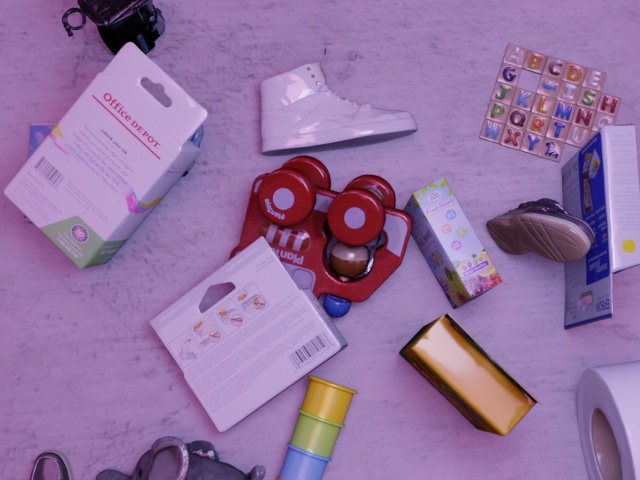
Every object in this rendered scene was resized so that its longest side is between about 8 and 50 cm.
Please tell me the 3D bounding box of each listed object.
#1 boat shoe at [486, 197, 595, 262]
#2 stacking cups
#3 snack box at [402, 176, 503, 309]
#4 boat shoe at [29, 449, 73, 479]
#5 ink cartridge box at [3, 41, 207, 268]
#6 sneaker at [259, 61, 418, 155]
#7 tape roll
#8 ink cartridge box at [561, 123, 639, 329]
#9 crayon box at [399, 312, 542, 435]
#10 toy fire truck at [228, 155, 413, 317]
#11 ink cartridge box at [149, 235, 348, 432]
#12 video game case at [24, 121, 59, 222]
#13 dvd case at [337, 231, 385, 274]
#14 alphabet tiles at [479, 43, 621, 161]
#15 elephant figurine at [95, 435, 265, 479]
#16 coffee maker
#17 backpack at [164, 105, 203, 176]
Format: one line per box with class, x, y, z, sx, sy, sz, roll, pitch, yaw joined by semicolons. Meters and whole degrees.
boat shoe;0.386;-0.027;1.610;0.092;0.285;0.103;-41;100;-12
stacking cups;-0.026;0.399;1.629;0.096;0.096;0.316;18;81;3
snack box;0.227;0.009;1.653;0.070;0.174;0.207;-26;80;-7
boat shoe;-0.479;0.481;1.628;0.080;0.073;0.223;2;81;1
ink cartridge box;-0.358;-0.148;1.643;0.207;0.119;0.353;44;100;6
sneaker;0.028;-0.257;1.733;0.293;0.108;0.169;-6;84;1
tape roll;0.516;0.344;1.542;0.100;0.286;0.286;-9;81;-2
ink cartridge box;0.475;-0.011;1.591;0.072;0.303;0.307;-2;81;0
crayon box;0.237;0.222;1.544;0.202;0.318;0.081;44;83;7
toy fire truck;0.000;0.000;1.669;0.302;0.169;0.253;17;107;7
ink cartridge box;-0.130;0.165;1.649;0.275;0.060;0.239;-37;81;13
video game case;-0.444;-0.127;1.756;0.213;0.023;0.193;1;80;1
dvd case;0.081;-0.001;1.737;0.087;0.013;0.119;26;83;5
alphabet tiles;0.443;-0.251;1.779;0.237;0.009;0.198;18;81;4
elephant figurine;-0.246;0.407;1.609;0.239;0.169;0.186;41;53;22
coffee maker;-0.379;-0.411;1.724;0.171;0.178;0.120;-18;79;-5
backpack;-0.272;-0.186;1.731;0.105;0.084;0.114;25;94;10
